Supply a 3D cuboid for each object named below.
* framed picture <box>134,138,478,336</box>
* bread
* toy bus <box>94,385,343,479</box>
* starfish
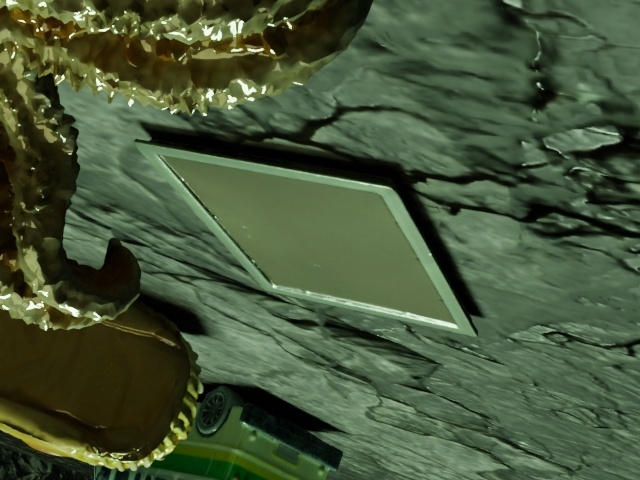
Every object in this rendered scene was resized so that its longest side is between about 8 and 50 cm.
[{"bbox_3d":[0.000,0.000,0.600,0.141,0.011,0.183,11,159,26],"label":"framed picture"},{"bbox_3d":[-0.189,0.104,0.891,0.190,0.132,0.114,21,163,6],"label":"bread"},{"bbox_3d":[-0.126,0.242,1.153,0.133,0.165,0.276,33,156,-31],"label":"toy bus"},{"bbox_3d":[-0.148,-0.090,0.367,0.303,0.113,0.312,-4,141,45],"label":"starfish"}]
